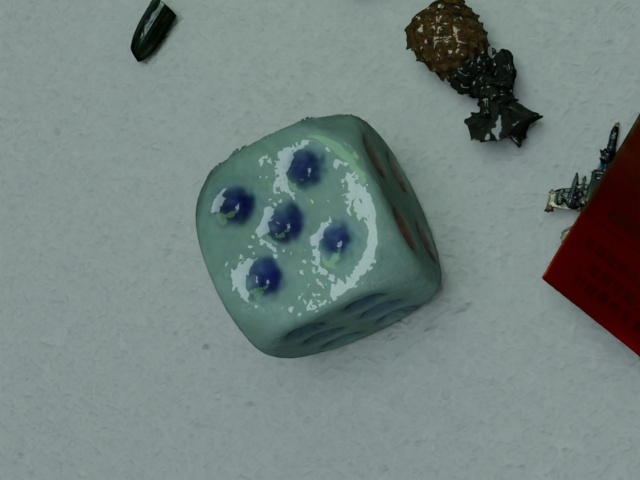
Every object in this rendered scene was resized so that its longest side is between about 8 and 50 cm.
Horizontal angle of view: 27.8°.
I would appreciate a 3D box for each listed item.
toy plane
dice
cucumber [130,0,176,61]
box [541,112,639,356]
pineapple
[{"bbox_3d":[0.387,-0.080,1.784,0.135,0.062,0.188,12,86,22],"label":"toy plane"},{"bbox_3d":[0.000,0.000,1.803,0.264,0.268,0.263,-26,75,13],"label":"dice"},{"bbox_3d":[-0.274,-0.336,2.076,0.048,0.048,0.105,33,95,21],"label":"cucumber"},{"bbox_3d":[0.445,-0.022,1.642,0.197,0.089,0.313,42,120,28],"label":"box"},{"bbox_3d":[0.223,-0.234,1.852,0.237,0.111,0.119,53,131,14],"label":"pineapple"}]
